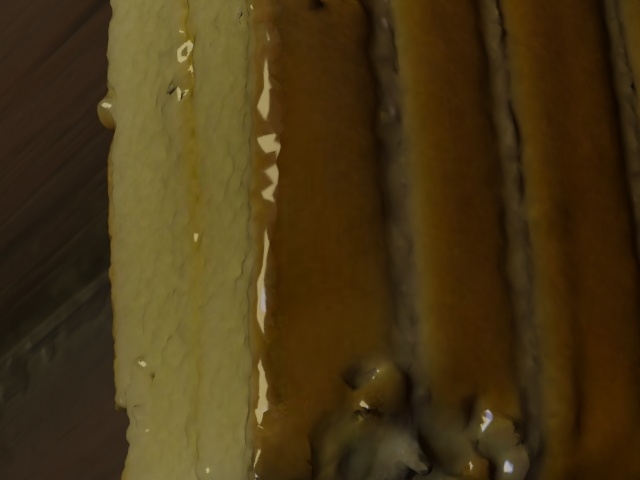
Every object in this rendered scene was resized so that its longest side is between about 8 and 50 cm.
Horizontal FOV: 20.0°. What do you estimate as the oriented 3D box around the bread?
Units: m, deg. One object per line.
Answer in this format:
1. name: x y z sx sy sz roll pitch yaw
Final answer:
1. bread: 0.045 -0.003 0.616 0.111 0.239 0.246 -29 60 49
